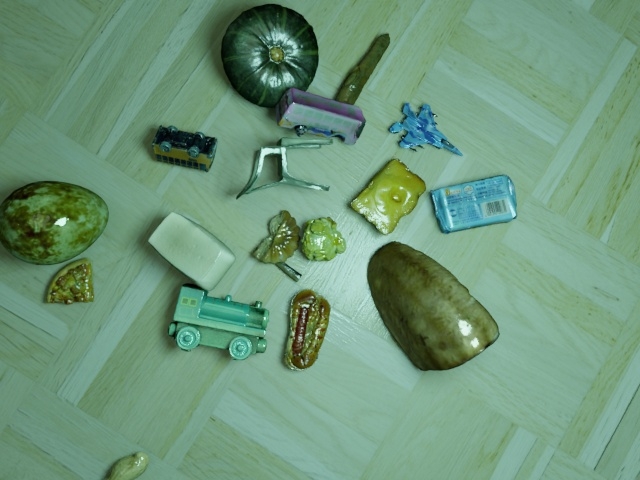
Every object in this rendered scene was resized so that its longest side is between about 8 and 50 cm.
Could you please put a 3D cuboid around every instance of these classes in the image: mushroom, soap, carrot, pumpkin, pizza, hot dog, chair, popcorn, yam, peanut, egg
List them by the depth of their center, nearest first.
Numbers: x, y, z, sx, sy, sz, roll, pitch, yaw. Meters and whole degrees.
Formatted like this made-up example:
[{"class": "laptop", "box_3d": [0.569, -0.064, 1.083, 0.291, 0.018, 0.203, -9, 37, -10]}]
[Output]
[{"class": "egg", "box_3d": [-0.761, -0.057, 1.408, 0.289, 0.238, 0.238, -26, 88, -19]}, {"class": "peanut", "box_3d": [-0.584, 0.696, 1.444, 0.082, 0.082, 0.187, 40, 83, -1]}, {"class": "mushroom", "box_3d": [0.297, 0.177, 1.451, 0.224, 0.314, 0.397, -34, 83, -9]}, {"class": "pizza", "box_3d": [-0.741, 0.135, 1.488, 0.134, 0.046, 0.175, 33, 84, -1]}, {"class": "chair", "box_3d": [-0.115, -0.214, 1.489, 0.274, 0.203, 0.191, 1, 97, -9]}, {"class": "pumpkin", "box_3d": [-0.150, -0.560, 1.502, 0.300, 0.207, 0.300, -3, 102, -13]}, {"class": "popcorn", "box_3d": [0.000, 0.000, 1.514, 0.162, 0.141, 0.136, 42, 123, 20]}, {"class": "hot dog", "box_3d": [-0.044, 0.276, 1.519, 0.131, 0.069, 0.253, 13, 86, -4]}, {"class": "yam", "box_3d": [-0.118, 0.084, 1.550, 0.129, 0.027, 0.033, 36, 128, 3]}, {"class": "soap", "box_3d": [0.498, -0.116, 1.585, 0.293, 0.077, 0.156, -10, 86, -6]}, {"class": "carrot", "box_3d": [0.135, -0.546, 1.599, 0.070, 0.070, 0.342, 31, 83, -1]}]

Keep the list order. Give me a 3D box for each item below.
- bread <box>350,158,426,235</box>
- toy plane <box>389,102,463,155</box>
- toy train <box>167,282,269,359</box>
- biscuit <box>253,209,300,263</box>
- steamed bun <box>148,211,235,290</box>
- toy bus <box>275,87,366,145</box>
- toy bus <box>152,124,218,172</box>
[{"class": "bread", "box_3d": [0.217, -0.138, 1.564, 0.161, 0.088, 0.233, 45, 81, -5]}, {"class": "toy plane", "box_3d": [0.354, -0.340, 1.594, 0.246, 0.078, 0.169, 32, 84, -8]}, {"class": "toy train", "box_3d": [-0.300, 0.248, 1.481, 0.298, 0.120, 0.194, 12, 80, -3]}, {"class": "biscuit", "box_3d": [-0.120, -0.004, 1.528, 0.118, 0.061, 0.183, 29, 71, -7]}, {"class": "steamed bun", "box_3d": [-0.372, 0.035, 1.461, 0.241, 0.164, 0.146, 35, 83, 18]}, {"class": "toy bus", "box_3d": [0.006, -0.373, 1.501, 0.274, 0.112, 0.090, 7, 58, -28]}, {"class": "toy bus", "box_3d": [-0.412, -0.278, 1.514, 0.182, 0.103, 0.091, 11, 56, -3]}]
